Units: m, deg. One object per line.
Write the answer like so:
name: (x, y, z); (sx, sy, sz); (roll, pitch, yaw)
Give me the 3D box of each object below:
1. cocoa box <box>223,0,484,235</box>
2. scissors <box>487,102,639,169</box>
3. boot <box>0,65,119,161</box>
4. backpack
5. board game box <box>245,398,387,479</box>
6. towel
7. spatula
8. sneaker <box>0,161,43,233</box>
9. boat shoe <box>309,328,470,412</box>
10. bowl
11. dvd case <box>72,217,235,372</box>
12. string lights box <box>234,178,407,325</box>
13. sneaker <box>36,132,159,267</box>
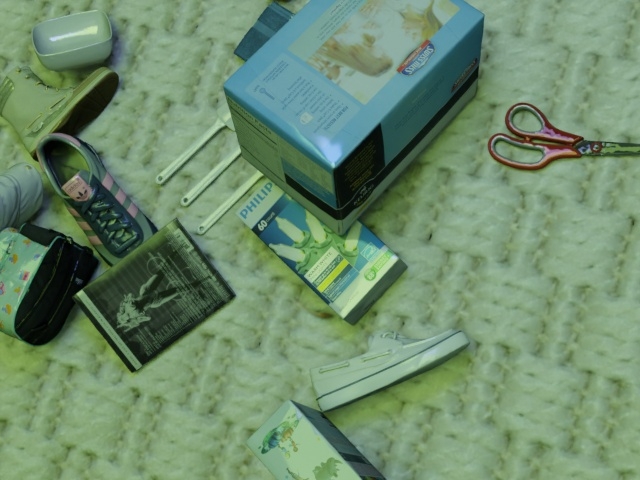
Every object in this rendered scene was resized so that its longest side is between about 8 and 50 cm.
cocoa box: (0.057, -0.233, 1.640); (0.231, 0.228, 0.347); (38, 74, 19)
scissors: (0.414, -0.137, 1.678); (0.297, 0.021, 0.109); (19, 81, 17)
boot: (-0.481, -0.267, 1.917); (0.213, 0.077, 0.165); (-45, 68, 2)
backpack: (-0.485, 0.077, 1.790); (0.144, 0.166, 0.189); (14, 79, 19)
board game box: (0.049, 0.379, 1.549); (0.097, 0.224, 0.303); (-46, 70, 0)
towel: (-0.093, -0.355, 1.855); (0.067, 0.029, 0.119); (38, 88, 20)
spatula: (-0.161, -0.139, 1.834); (0.242, 0.019, 0.168); (-43, 76, 3)
sneaker: (-0.571, -0.007, 1.868); (0.108, 0.169, 0.293); (37, 124, 4)
boat shoe: (0.101, 0.182, 1.647); (0.258, 0.095, 0.084); (-24, 77, 7)
bowl: (-0.441, -0.353, 1.904); (0.141, 0.053, 0.142); (-15, 40, -9)
dvd case: (-0.278, 0.093, 1.777); (0.221, 0.018, 0.165); (-37, 96, 3)
string lights box: (0.000, 0.000, 1.724); (0.259, 0.077, 0.133); (43, 91, 20)
sneaker: (-0.381, -0.053, 1.809); (0.112, 0.131, 0.319); (-42, 75, 3)
